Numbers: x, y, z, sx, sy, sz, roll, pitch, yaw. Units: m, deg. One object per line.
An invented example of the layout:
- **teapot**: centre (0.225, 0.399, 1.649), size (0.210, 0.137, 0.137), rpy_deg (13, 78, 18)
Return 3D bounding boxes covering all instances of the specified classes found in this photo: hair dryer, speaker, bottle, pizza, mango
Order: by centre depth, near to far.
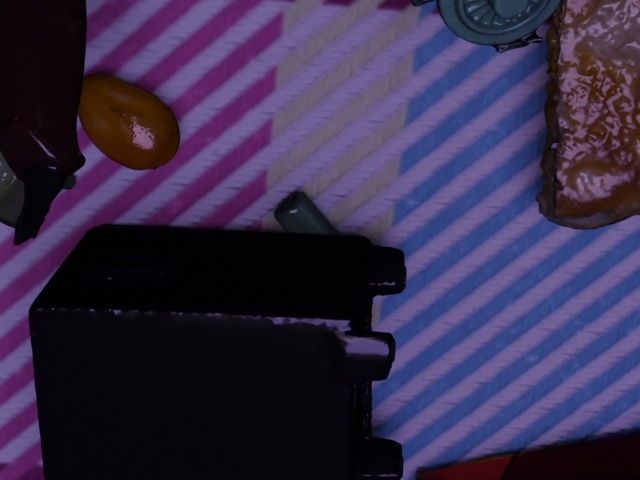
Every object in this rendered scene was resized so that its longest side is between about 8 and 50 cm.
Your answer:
- **hair dryer**: centre (-0.207, -0.162, 0.823), size (0.312, 0.341, 0.123), rpy_deg (21, 145, -40)
- **pizza**: centre (0.255, -0.159, 1.010), size (0.226, 0.086, 0.335), rpy_deg (36, 103, -16)
- **speaker**: centre (-0.066, 0.119, 1.021), size (0.253, 0.184, 0.232), rpy_deg (1, 110, 5)
- **mango**: centre (-0.146, -0.090, 1.022), size (0.089, 0.046, 0.060), rpy_deg (44, 99, -6)
- **bottle**: centre (0.000, 0.000, 1.076), size (0.030, 0.030, 0.083), rpy_deg (-38, 110, 9)

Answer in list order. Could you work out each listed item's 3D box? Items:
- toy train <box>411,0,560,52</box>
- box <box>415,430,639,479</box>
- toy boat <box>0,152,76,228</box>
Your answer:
- **toy train**: centre (0.179, -0.257, 0.820), size (0.368, 0.150, 0.237), rpy_deg (-16, 141, 1)
- **box**: centre (0.251, 0.272, 1.173), size (0.313, 0.089, 0.197), rpy_deg (-11, 113, -2)
- **toy boat**: centre (-0.305, -0.114, 0.990), size (0.093, 0.055, 0.293), rpy_deg (-42, 109, 9)
